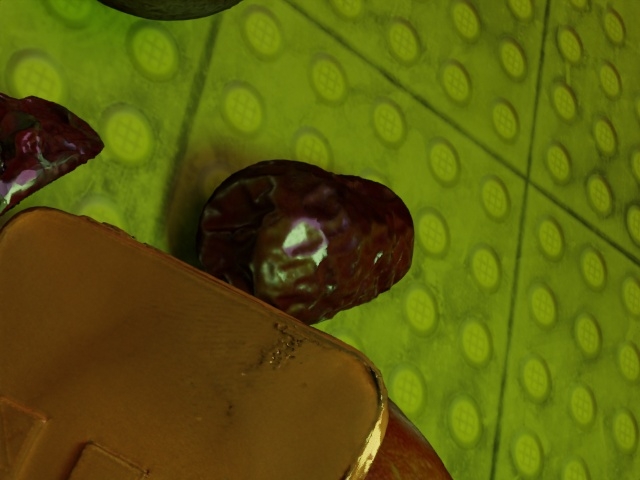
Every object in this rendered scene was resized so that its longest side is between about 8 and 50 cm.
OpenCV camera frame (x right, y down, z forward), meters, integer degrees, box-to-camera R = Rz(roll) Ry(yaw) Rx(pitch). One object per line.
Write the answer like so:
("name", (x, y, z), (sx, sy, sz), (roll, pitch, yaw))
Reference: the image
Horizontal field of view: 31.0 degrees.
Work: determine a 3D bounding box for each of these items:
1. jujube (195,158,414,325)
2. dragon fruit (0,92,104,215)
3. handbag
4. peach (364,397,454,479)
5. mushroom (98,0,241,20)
("jujube", (0.000, 0.000, 1.460), (0.342, 0.216, 0.216), (-3, 79, -59))
("dragon fruit", (-0.346, -0.091, 1.138), (0.317, 0.205, 0.152), (-44, 108, -43))
("handbag", (-0.161, 0.171, 1.098), (0.410, 0.116, 0.303), (26, 83, 8))
("peach", (0.009, 0.317, 1.299), (0.290, 0.372, 0.372), (-41, 111, -5))
("mushroom", (-0.184, -0.452, 1.334), (0.334, 0.356, 0.331), (10, 32, -1))
